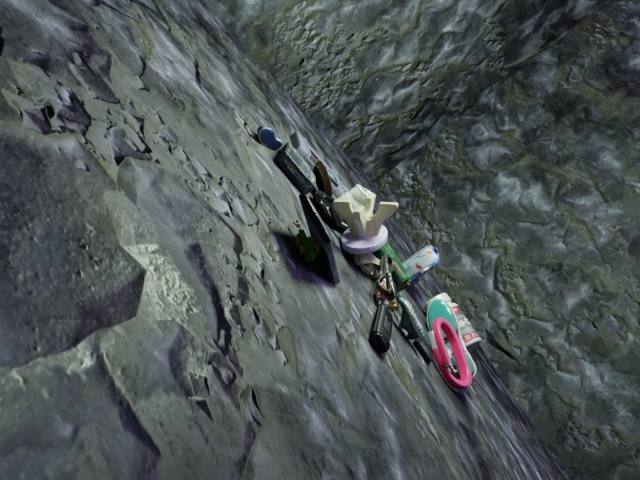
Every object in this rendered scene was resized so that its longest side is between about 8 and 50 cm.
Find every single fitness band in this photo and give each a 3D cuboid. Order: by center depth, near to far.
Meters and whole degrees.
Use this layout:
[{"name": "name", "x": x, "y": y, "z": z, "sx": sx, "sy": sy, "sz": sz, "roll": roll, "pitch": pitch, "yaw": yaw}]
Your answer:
[{"name": "fitness band", "x": 0.527, "y": 0.454, "z": 1.907, "sx": 0.209, "sy": 0.054, "sz": 0.291, "roll": 25, "pitch": 43, "yaw": -43}]

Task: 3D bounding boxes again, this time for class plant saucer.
[{"name": "plant saucer", "x": 0.006, "y": -0.258, "z": 2.008, "sx": 0.168, "sy": 0.029, "sz": 0.169, "roll": 160, "pitch": -90, "yaw": -77}]

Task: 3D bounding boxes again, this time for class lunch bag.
[{"name": "lunch bag", "x": 0.509, "y": 0.122, "z": 2.415, "sx": 0.115, "sy": 0.243, "sz": 0.303, "roll": 53, "pitch": 13, "yaw": 5}]

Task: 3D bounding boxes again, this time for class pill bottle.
[{"name": "pill bottle", "x": 0.637, "y": 0.409, "z": 2.295, "sx": 0.161, "sy": 0.161, "sz": 0.283, "roll": 29, "pitch": 28, "yaw": -58}]

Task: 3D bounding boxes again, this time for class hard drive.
[{"name": "hard drive", "x": 0.397, "y": 0.413, "z": 1.817, "sx": 0.094, "sy": 0.022, "sz": 0.135, "roll": 55, "pitch": 15, "yaw": 8}]

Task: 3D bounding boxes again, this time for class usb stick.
[{"name": "usb stick", "x": 0.195, "y": 0.272, "z": 1.479, "sx": 0.077, "sy": 0.045, "sz": 0.278, "roll": 59, "pitch": 14, "yaw": -3}]

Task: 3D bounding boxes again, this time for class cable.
[{"name": "cable", "x": 0.237, "y": 0.150, "z": 1.780, "sx": 0.139, "sy": 0.072, "sz": 0.287, "roll": 40, "pitch": 28, "yaw": -30}]

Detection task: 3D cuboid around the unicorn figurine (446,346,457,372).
[{"name": "unicorn figurine", "x": 0.532, "y": 0.489, "z": 1.982, "sx": 0.111, "sy": 0.060, "sz": 0.162, "roll": 52, "pitch": 13, "yaw": -9}]

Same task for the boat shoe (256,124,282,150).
[{"name": "boat shoe", "x": -0.208, "y": -0.402, "z": 1.807, "sx": 0.066, "sy": 0.066, "sz": 0.183, "roll": 52, "pitch": 4, "yaw": 16}]

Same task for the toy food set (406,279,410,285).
[{"name": "toy food set", "x": 0.363, "y": 0.164, "z": 2.049, "sx": 0.078, "sy": 0.019, "sz": 0.122, "roll": 56, "pitch": -2, "yaw": 21}]

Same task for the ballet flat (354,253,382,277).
[{"name": "ballet flat", "x": 0.205, "y": 0.107, "z": 1.869, "sx": 0.248, "sy": 0.086, "sz": 0.086, "roll": 33, "pitch": 24, "yaw": -49}]

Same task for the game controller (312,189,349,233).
[{"name": "game controller", "x": 0.066, "y": -0.105, "z": 1.977, "sx": 0.319, "sy": 0.067, "sz": 0.167, "roll": 24, "pitch": 46, "yaw": -61}]

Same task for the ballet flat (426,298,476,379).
[{"name": "ballet flat", "x": 0.589, "y": 0.459, "z": 2.128, "sx": 0.139, "sy": 0.139, "sz": 0.400, "roll": 37, "pitch": 28, "yaw": -47}]

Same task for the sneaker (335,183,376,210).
[{"name": "sneaker", "x": 0.224, "y": -0.149, "z": 2.325, "sx": 0.292, "sy": 0.169, "sz": 0.108, "roll": 44, "pitch": 15, "yaw": -35}]

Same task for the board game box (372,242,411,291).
[{"name": "board game box", "x": 0.271, "y": 0.067, "z": 2.045, "sx": 0.317, "sy": 0.046, "sz": 0.213, "roll": 57, "pitch": -10, "yaw": 18}]

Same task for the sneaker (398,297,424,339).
[{"name": "sneaker", "x": 0.318, "y": 0.294, "z": 1.733, "sx": 0.167, "sy": 0.076, "sz": 0.065, "roll": 64, "pitch": 17, "yaw": 4}]

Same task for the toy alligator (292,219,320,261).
[{"name": "toy alligator", "x": -0.047, "y": 0.009, "z": 1.355, "sx": 0.190, "sy": 0.056, "sz": 0.051, "roll": -120, "pitch": -150, "yaw": -51}]

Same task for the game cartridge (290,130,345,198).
[{"name": "game cartridge", "x": -0.009, "y": -0.381, "z": 2.377, "sx": 0.355, "sy": 0.068, "sz": 0.230, "roll": 45, "pitch": 12, "yaw": -29}]

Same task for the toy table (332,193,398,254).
[{"name": "toy table", "x": 0.173, "y": -0.073, "z": 1.823, "sx": 0.274, "sy": 0.252, "sz": 0.161, "roll": -73, "pitch": 161, "yaw": -68}]

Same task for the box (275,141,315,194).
[{"name": "box", "x": -0.095, "y": -0.292, "z": 1.886, "sx": 0.183, "sy": 0.059, "sz": 0.233, "roll": 48, "pitch": 14, "yaw": -17}]

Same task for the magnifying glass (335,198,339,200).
[{"name": "magnifying glass", "x": 0.152, "y": -0.107, "z": 2.218, "sx": 0.231, "sy": 0.026, "sz": 0.092, "roll": 45, "pitch": -29, "yaw": 7}]

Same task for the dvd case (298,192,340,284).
[{"name": "dvd case", "x": 0.000, "y": 0.000, "z": 1.366, "sx": 0.253, "sy": 0.022, "sz": 0.180, "roll": 74, "pitch": -10, "yaw": -58}]
